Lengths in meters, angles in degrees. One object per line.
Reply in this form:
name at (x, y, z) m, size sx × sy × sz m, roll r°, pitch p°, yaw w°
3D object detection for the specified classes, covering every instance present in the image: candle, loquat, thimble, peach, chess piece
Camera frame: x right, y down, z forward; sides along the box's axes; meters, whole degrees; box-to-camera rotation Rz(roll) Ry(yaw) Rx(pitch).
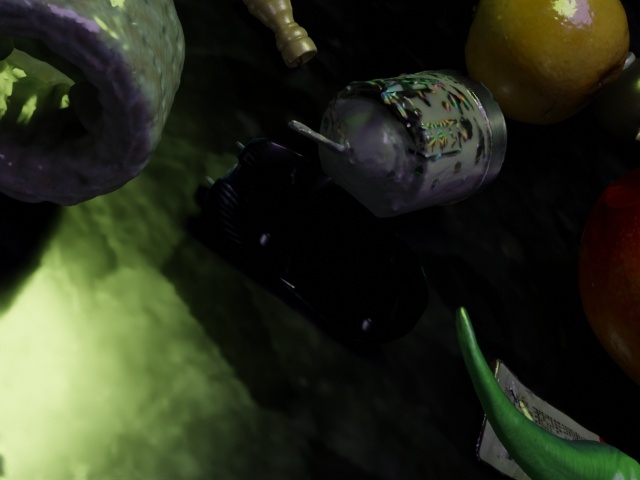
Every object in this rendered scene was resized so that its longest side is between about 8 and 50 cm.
candle at (0.092, -0.124, 1.776) m, size 0.330 × 0.187 × 0.187 m, roll -14°, pitch 68°, yaw -49°
loquat at (0.350, -0.304, 2.128) m, size 0.263 × 0.263 × 0.263 m, roll 27°, pitch 42°, yaw -27°
thimble at (-0.288, -0.185, 1.375) m, size 0.291 × 0.291 × 0.195 m, roll 33°, pitch 40°, yaw -20°
peach at (0.543, 0.056, 1.929) m, size 0.388 × 0.388 × 0.388 m, roll 27°, pitch 42°, yaw -27°
chess piece at (-0.053, -0.300, 1.886) m, size 0.066 × 0.066 × 0.122 m, roll -24°, pitch 81°, yaw -52°

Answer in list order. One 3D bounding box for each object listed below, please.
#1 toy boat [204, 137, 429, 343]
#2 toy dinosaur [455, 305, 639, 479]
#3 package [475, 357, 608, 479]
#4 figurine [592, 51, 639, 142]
toy boat at (0.000, 0.000, 1.638) m, size 0.299 × 0.134 × 0.092 m, roll 41°, pitch 3°, yaw -17°
toy dinosaur at (0.354, 0.254, 1.682) m, size 0.374 × 0.144 × 0.500 m, roll -28°, pitch 98°, yaw -52°
package at (0.294, 0.266, 1.753) m, size 0.239 × 0.030 × 0.154 m, roll 33°, pitch 46°, yaw -20°
figurine at (0.569, -0.232, 2.372) m, size 0.275 × 0.158 × 0.161 m, roll 34°, pitch 30°, yaw -20°
